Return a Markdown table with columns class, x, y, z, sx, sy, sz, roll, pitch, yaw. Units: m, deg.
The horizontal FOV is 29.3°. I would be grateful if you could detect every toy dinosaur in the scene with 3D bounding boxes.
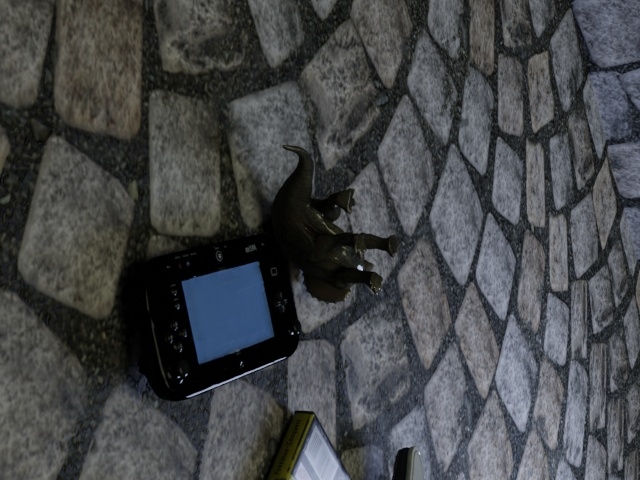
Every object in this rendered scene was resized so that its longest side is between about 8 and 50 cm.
| class | x | y | z | sx | sy | sz | roll | pitch | yaw |
| --- | --- | --- | --- | --- | --- | --- | --- | --- | --- |
| toy dinosaur | 0.000 | 0.000 | 1.649 | 0.313 | 0.160 | 0.121 | 46 | 50 | -43 |

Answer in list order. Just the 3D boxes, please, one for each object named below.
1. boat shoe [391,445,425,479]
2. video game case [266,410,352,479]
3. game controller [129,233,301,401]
| class | x | y | z | sx | sy | sz | roll | pitch | yaw |
| --- | --- | --- | --- | --- | --- | --- | --- | --- | --- |
| boat shoe | 0.114 | 0.444 | 1.894 | 0.095 | 0.079 | 0.254 | 12 | 81 | -63 |
| video game case | -0.016 | 0.417 | 1.701 | 0.275 | 0.035 | 0.248 | 65 | 36 | -38 |
| game controller | -0.120 | 0.087 | 1.488 | 0.319 | 0.067 | 0.166 | -15 | 102 | -62 |
